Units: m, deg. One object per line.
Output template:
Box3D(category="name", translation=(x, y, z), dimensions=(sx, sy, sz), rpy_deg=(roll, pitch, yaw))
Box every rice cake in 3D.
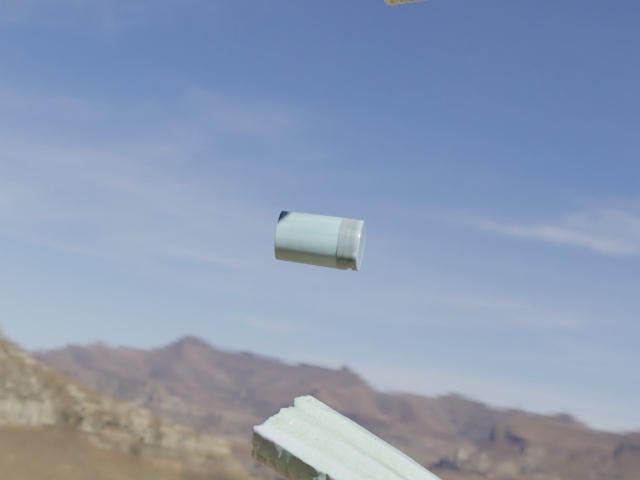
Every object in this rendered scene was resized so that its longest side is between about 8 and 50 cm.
Box3D(category="rice cake", translation=(0.052, 0.224, 1.298), dimensions=(0.237, 0.043, 0.127), rpy_deg=(30, 22, 18))

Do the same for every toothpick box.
Box3D(category="toothpick box", translation=(0.000, 0.000, 1.437), dimensions=(0.083, 0.052, 0.052), rpy_deg=(8, -7, 9))

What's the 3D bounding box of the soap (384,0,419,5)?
Box3D(category="soap", translation=(0.134, -0.320, 1.450), dimensions=(0.121, 0.183, 0.064), rpy_deg=(-1, -42, 37))
